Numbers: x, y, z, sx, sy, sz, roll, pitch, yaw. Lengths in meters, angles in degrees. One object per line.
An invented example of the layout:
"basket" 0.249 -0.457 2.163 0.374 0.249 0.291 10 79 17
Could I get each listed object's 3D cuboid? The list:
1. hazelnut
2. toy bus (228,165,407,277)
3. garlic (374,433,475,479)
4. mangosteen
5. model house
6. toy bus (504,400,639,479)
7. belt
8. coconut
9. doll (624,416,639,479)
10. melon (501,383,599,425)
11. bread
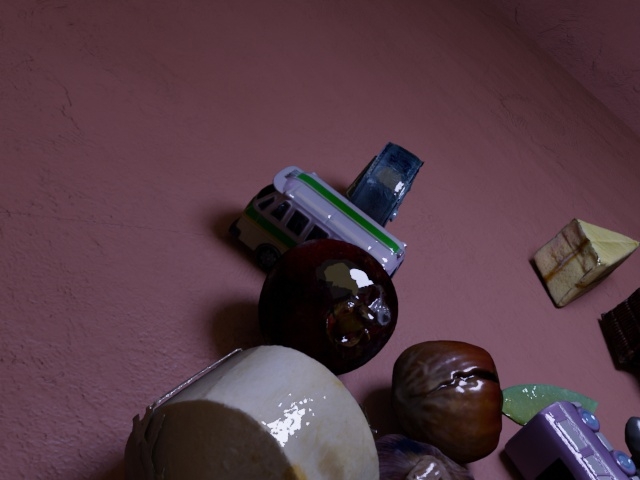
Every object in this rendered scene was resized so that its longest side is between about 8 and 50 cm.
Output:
"hazelnut" 0.216 0.266 1.382 0.181 0.181 0.212 57 17 -55
"toy bus" 0.000 0.000 1.536 0.305 0.179 0.143 38 35 8
"garlic" 0.143 0.380 1.201 0.245 0.160 0.245 24 26 -12
"mangosteen" 0.023 0.117 1.334 0.235 0.235 0.261 20 1 -19
"model house" 0.816 0.244 1.876 0.282 0.297 0.317 -13 35 4
"toy bus" 0.439 0.397 1.440 0.142 0.142 0.202 3 43 -44
"belt" 0.116 -0.092 1.721 0.116 0.206 0.267 32 41 4
"coconut" -0.090 0.292 1.008 0.323 0.323 0.323 21 36 -17
"doll" 0.715 0.437 1.433 0.382 0.378 0.252 15 72 -4
"melon" 0.427 0.337 1.603 0.262 0.053 0.114 14 57 -20
"bread" 0.683 0.074 2.008 0.264 0.167 0.163 14 40 -27
